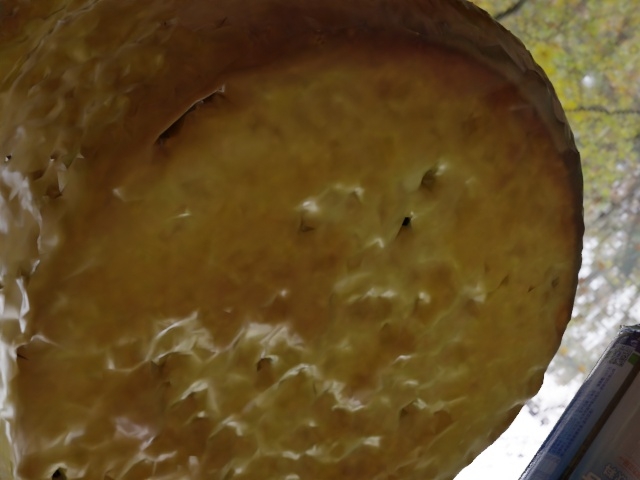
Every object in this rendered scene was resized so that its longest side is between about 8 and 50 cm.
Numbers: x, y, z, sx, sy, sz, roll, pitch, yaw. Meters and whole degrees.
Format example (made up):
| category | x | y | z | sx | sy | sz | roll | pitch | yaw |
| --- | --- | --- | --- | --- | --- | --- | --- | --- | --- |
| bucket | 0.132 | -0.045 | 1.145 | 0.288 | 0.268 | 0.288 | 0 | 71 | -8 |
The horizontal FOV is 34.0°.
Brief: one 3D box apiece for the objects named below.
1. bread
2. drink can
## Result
| category | x | y | z | sx | sy | sz | roll | pitch | yaw |
| --- | --- | --- | --- | --- | --- | --- | --- | --- | --- |
| bread | -0.035 | 0.004 | 0.576 | 0.398 | 0.398 | 0.215 | 15 | -164 | -40 |
| drink can | 0.241 | 0.190 | 0.913 | 0.097 | 0.097 | 0.235 | 40 | -107 | -3 |
